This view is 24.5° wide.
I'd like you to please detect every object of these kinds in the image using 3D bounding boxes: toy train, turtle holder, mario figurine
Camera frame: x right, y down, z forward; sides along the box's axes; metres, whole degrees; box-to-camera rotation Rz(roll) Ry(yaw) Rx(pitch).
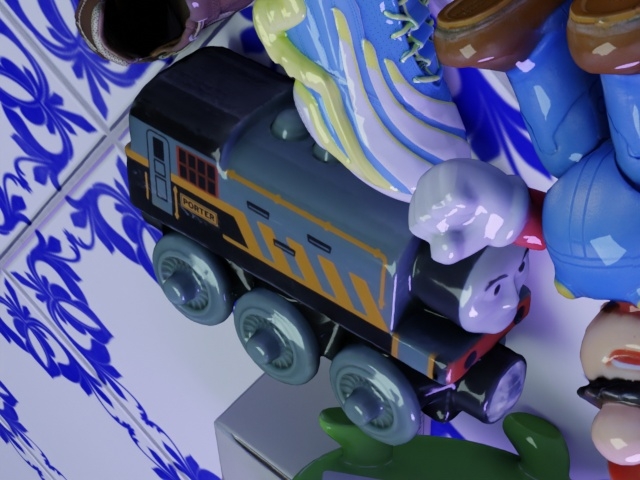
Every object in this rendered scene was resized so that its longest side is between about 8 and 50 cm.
[{"bbox_3d":[0.000,0.000,1.019,0.334,0.142,0.190,30,139,30],"label":"toy train"},{"bbox_3d":[0.112,0.266,1.068,0.243,0.320,0.227,50,137,47],"label":"turtle holder"},{"bbox_3d":[0.157,0.025,0.751,0.198,0.170,0.320,-115,0,-65],"label":"mario figurine"}]

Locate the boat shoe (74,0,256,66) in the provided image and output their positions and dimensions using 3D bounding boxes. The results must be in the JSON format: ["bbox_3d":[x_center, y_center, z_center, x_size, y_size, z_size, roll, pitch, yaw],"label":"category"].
[{"bbox_3d":[-0.124,-0.164,1.012,0.095,0.095,0.257,53,153,-11],"label":"boat shoe"}]

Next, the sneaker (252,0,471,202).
[{"bbox_3d":[0.027,-0.128,0.848,0.240,0.091,0.126,51,150,-9],"label":"sneaker"}]

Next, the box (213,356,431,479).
[{"bbox_3d":[0.007,0.228,1.293,0.121,0.148,0.311,34,149,26],"label":"box"}]
